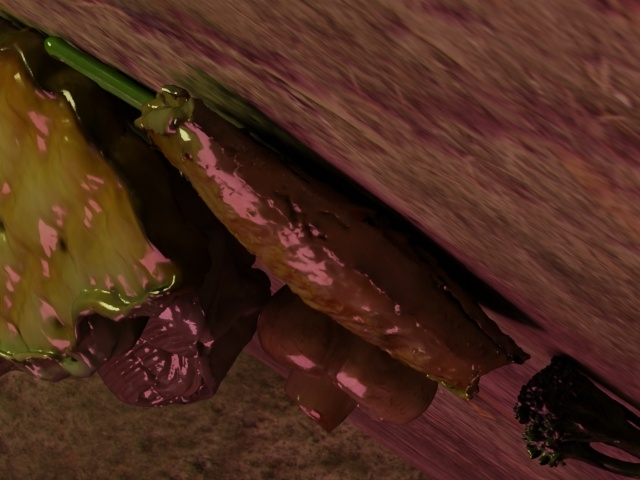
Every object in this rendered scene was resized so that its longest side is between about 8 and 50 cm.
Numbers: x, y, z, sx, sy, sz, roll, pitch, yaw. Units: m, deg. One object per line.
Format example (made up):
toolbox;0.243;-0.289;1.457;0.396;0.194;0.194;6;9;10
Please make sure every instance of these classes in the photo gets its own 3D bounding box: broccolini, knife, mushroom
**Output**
broccolini;0.219;0.151;1.198;0.216;0.067;0.058;33;-148;3
knife;-0.093;-0.078;1.248;0.212;0.015;0.054;32;-179;14
mushroom;0.021;0.084;1.437;0.148;0.112;0.148;41;177;2

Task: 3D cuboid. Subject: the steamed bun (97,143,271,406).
steamed bun;-0.123;0.013;1.507;0.218;0.144;0.211;51;147;-3

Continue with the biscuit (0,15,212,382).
biscuit;-0.193;-0.006;1.379;0.335;0.078;0.329;24;130;39

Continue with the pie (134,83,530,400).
pie;0.000;0.000;1.138;0.282;0.068;0.128;41;171;-21
